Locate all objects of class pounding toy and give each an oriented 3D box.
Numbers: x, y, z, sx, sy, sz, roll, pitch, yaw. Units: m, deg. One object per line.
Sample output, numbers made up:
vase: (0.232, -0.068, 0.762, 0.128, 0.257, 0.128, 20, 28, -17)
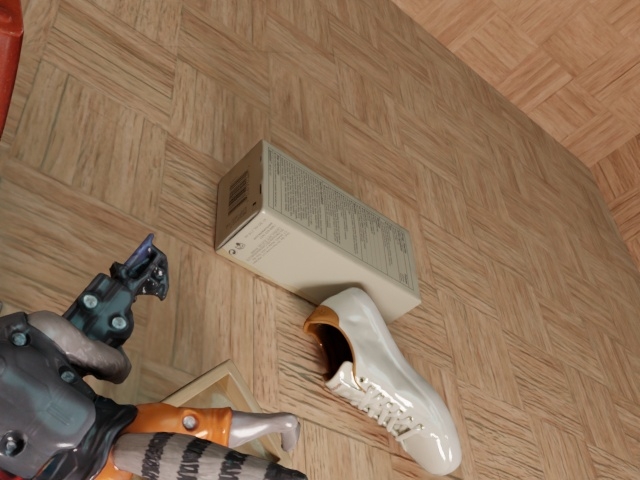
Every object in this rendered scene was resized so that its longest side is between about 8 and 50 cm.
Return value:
pounding toy: (-0.132, 0.248, 0.714, 0.206, 0.094, 0.181, -28, 85, -49)

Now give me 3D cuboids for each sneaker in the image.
sneaker: (0.073, 0.212, 1.023, 0.123, 0.106, 0.290, -24, 74, -40)

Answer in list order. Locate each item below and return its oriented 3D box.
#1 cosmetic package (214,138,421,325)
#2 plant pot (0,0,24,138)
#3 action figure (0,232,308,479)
cosmetic package: (0.000, 0.000, 1.118, 0.309, 0.113, 0.160, 31, 36, -30)
plant pot: (-0.414, -0.199, 0.673, 0.267, 0.236, 0.267, 15, 45, -43)
action figure: (-0.171, 0.116, 0.599, 0.330, 0.178, 0.341, 26, 56, -4)
